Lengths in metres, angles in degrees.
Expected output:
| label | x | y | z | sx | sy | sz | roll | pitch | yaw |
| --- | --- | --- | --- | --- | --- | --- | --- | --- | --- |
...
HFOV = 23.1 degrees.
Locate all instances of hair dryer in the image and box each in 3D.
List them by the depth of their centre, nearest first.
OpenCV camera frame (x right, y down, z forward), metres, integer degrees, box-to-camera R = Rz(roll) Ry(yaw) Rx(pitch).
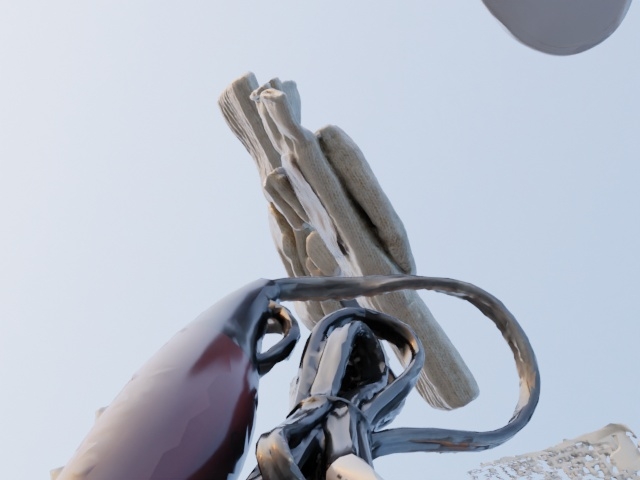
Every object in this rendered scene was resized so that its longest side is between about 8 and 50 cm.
| label | x | y | z | sx | sy | sz | roll | pitch | yaw |
| --- | --- | --- | --- | --- | --- | --- | --- | --- | --- |
| hair dryer | -0.046 | 0.077 | 0.331 | 0.223 | 0.294 | 0.080 | -151 | -120 | -62 |

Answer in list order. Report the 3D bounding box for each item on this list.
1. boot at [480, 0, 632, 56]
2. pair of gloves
| label | x | y | z | sx | sy | sz | roll | pitch | yaw |
| --- | --- | --- | --- | --- | --- | --- | --- | --- | --- |
| boot | 0.077 | -0.215 | 0.762 | 0.123 | 0.095 | 0.258 | -109 | 179 | -82 |
| pair of gloves | 0.000 | 0.000 | 0.896 | 0.204 | 0.042 | 0.240 | 64 | -11 | -9 |
